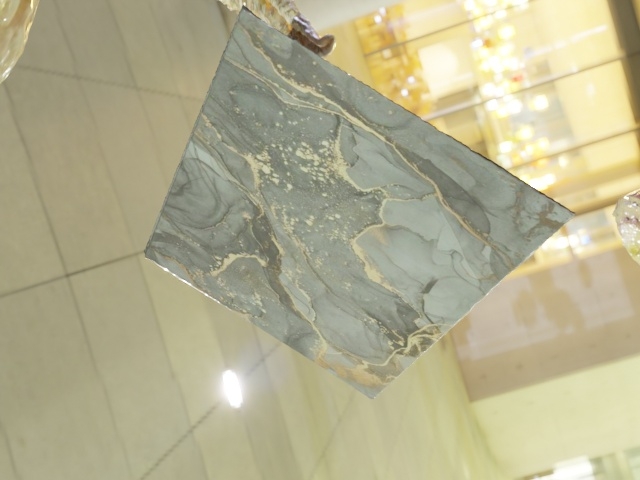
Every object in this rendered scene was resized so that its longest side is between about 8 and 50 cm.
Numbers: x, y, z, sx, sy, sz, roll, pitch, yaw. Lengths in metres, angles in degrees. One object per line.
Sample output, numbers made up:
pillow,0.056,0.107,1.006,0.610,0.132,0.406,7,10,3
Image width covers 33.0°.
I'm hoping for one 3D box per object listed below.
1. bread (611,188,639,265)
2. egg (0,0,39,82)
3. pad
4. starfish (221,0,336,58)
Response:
bread,0.271,-0.023,0.725,0.119,0.192,0.067,-27,94,-53
egg,-0.219,-0.125,0.451,0.203,0.245,0.203,34,4,-3
pad,0.000,0.000,0.817,0.007,0.248,0.367,-59,-178,-31
starfish,-0.050,-0.232,0.838,0.295,0.048,0.231,-129,-144,-59
